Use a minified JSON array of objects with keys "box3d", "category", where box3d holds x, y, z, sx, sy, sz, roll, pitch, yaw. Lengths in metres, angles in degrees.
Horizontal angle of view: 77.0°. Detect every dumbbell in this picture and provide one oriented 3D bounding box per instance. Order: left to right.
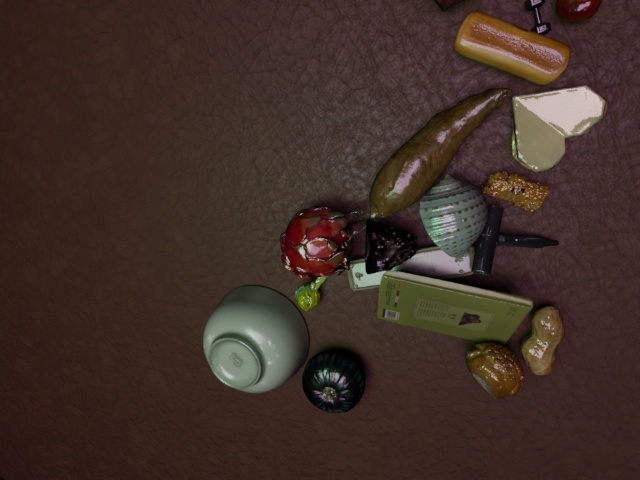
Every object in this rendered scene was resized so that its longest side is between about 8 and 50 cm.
[{"box3d":[0.473,-0.487,0.875,0.036,0.040,0.083,-20,100,-9],"category":"dumbbell"}]

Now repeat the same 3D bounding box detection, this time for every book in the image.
[{"box3d":[0.327,0.184,1.053,0.352,0.035,0.239,11,143,11],"category":"book"}]

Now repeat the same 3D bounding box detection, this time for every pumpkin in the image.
[{"box3d":[0.039,0.433,1.228,0.202,0.140,0.201,6,110,18],"category":"pumpkin"}]

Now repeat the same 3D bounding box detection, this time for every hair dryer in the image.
[{"box3d":[0.482,0.020,0.990,0.195,0.050,0.173,16,84,2],"category":"hair dryer"}]

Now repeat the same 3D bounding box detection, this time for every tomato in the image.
[{"box3d":[0.536,-0.496,0.833,0.087,0.075,0.087,4,97,30],"category":"tomato"}]

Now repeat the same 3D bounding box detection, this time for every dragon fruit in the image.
[{"box3d":[0.000,0.000,1.090,0.193,0.192,0.274,39,116,-19],"category":"dragon fruit"}]

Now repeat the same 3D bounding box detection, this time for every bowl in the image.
[{"box3d":[-0.227,0.337,1.262,0.354,0.185,0.353,5,107,17],"category":"bowl"}]

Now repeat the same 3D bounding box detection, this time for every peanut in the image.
[{"box3d":[0.570,0.256,1.035,0.089,0.089,0.192,11,104,15],"category":"peanut"}]

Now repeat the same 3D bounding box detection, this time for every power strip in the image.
[{"box3d":[0.258,0.067,1.094,0.388,0.066,0.092,-10,96,23],"category":"power strip"}]

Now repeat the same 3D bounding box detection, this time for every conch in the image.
[{"box3d":[0.335,-0.063,0.964,0.131,0.172,0.200,-35,81,35],"category":"conch"}]

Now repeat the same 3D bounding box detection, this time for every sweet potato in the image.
[{"box3d":[0.265,-0.211,0.977,0.130,0.130,0.423,46,112,1],"category":"sweet potato"}]

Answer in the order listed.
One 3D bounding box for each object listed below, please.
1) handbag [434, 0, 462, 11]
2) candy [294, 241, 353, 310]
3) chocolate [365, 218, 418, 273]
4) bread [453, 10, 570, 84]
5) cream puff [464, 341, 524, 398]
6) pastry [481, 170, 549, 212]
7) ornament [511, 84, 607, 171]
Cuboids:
[{"box3d":[0.260,-0.620,0.848,0.135,0.146,0.225,-31,92,26],"category":"handbag"},{"box3d":[0.012,0.101,1.188,0.077,0.073,0.262,46,109,28],"category":"candy"},{"box3d":[0.182,0.015,1.026,0.133,0.156,0.156,-1,105,9],"category":"chocolate"},{"box3d":[0.419,-0.421,0.891,0.239,0.074,0.092,27,100,8],"category":"bread"},{"box3d":[0.463,0.336,1.061,0.115,0.165,0.150,-40,65,-7],"category":"cream puff"},{"box3d":[0.471,-0.122,0.974,0.140,0.056,0.080,26,119,2],"category":"pastry"},{"box3d":[0.511,-0.275,0.917,0.180,0.059,0.201,41,111,4],"category":"ornament"}]
